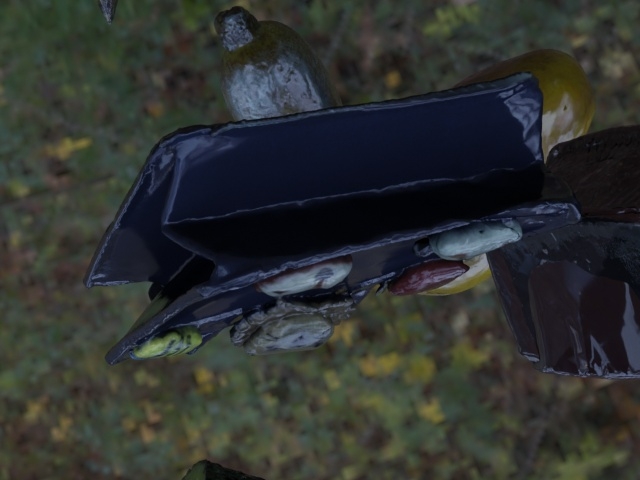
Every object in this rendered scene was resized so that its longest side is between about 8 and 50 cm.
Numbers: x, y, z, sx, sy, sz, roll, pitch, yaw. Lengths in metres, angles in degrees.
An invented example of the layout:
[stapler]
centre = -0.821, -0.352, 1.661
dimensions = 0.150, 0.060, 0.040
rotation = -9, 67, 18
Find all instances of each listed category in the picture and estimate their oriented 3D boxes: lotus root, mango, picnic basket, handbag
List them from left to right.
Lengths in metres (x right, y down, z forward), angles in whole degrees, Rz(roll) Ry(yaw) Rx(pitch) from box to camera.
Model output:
[lotus root]
centre = -0.047, -0.160, 1.876
dimensions = 0.088, 0.113, 0.192
rotation = 4, 137, 45
[handbag]
centre = 0.000, 0.000, 1.372
dimensions = 0.303, 0.122, 0.329
rotation = -12, 167, -23
[mango]
centre = 0.172, -0.082, 2.025
dimensions = 0.253, 0.182, 0.365
rotation = -55, -179, -41
[picnic basket]
centre = 0.261, 0.019, 1.506
dimensions = 0.129, 0.222, 0.297
rotation = -25, -169, -31

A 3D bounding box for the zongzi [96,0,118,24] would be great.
[zongzi]
centre = -0.205, -0.362, 2.037
dimensions = 0.187, 0.184, 0.084
rotation = -27, 179, 22

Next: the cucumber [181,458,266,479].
[cucumber]
centre = 0.011, 0.258, 1.618
dimensions = 0.293, 0.067, 0.067
rotation = 19, 138, -24
